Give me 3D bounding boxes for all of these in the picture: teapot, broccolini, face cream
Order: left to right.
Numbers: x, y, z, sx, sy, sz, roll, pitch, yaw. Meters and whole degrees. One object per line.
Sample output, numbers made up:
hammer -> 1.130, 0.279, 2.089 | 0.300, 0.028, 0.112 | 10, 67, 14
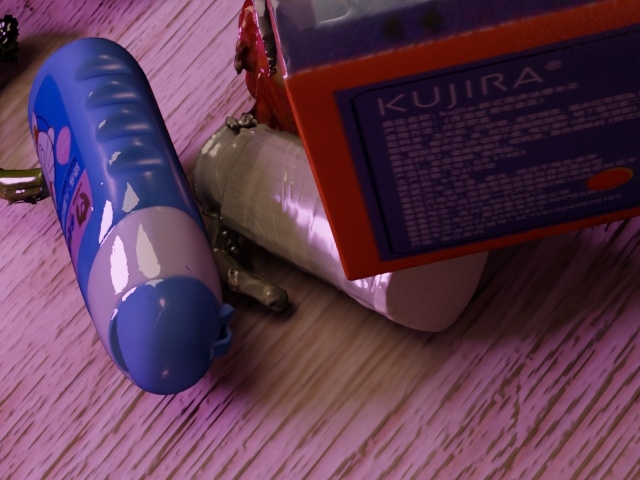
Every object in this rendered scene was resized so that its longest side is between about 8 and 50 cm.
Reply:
broccolini -> -0.236, -0.096, 1.419 | 0.123, 0.062, 0.271 | -55, 38, 2
face cream -> -0.119, -0.010, 1.210 | 0.083, 0.149, 0.264 | -11, 43, -14
teapot -> 0.000, 0.000, 1.176 | 0.200, 0.077, 0.107 | 28, 99, 45

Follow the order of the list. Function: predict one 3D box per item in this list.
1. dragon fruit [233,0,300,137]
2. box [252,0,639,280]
dragon fruit -> -0.001, -0.176, 1.288 | 0.161, 0.126, 0.274 | -4, 51, 30
box -> 0.133, -0.198, 1.010 | 0.349, 0.257, 0.318 | -12, 66, 3
